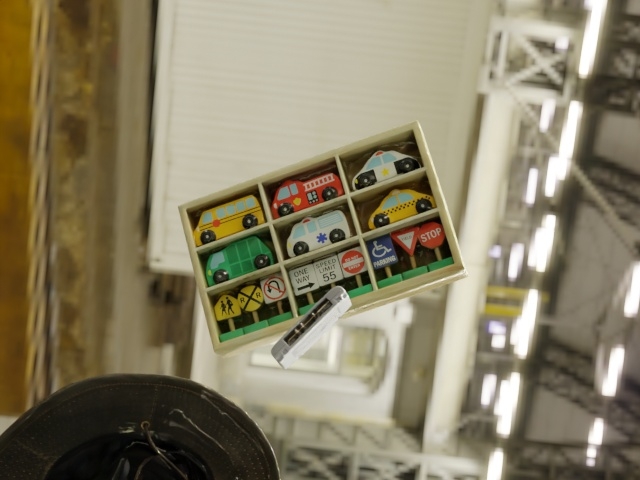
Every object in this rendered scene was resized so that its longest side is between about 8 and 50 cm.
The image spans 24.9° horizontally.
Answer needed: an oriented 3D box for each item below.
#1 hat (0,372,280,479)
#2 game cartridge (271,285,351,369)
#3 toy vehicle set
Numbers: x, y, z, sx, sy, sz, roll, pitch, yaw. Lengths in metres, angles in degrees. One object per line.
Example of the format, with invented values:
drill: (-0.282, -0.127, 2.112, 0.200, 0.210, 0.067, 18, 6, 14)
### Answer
hat: (-0.218, 0.273, 1.575, 0.134, 0.331, 0.331, -145, -120, -69)
game cartridge: (-0.008, 0.076, 1.253, 0.083, 0.017, 0.056, -44, 162, -6)
toy vehicle set: (0.000, 0.000, 1.477, 0.035, 0.267, 0.166, 51, 21, -69)
